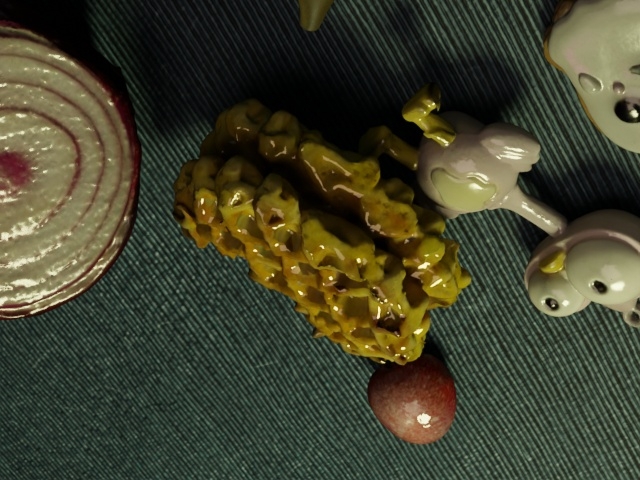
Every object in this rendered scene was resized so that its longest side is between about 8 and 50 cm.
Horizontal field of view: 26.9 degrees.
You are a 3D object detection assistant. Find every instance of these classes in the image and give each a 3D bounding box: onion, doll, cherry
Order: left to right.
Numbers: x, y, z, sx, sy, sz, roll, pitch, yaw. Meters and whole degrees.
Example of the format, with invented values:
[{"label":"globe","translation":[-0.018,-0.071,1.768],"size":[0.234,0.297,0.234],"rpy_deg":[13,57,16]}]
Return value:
[{"label":"onion","translation":[-0.337,-0.102,1.395],"size":[0.282,0.260,0.336],"rpy_deg":[-21,118,-13]},{"label":"cherry","translation":[0.089,0.148,1.589],"size":[0.107,0.090,0.225],"rpy_deg":[-19,107,36]},{"label":"doll","translation":[0.213,-0.026,1.382],"size":[0.365,0.094,0.160],"rpy_deg":[39,134,-15]}]

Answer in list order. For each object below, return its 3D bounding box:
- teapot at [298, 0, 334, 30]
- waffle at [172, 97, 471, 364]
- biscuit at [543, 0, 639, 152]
[{"label":"teapot","translation":[-0.020,-0.318,1.163],"size":[0.175,0.185,0.267],"rpy_deg":[-1,103,57]},{"label":"waffle","translation":[0.000,0.000,1.393],"size":[0.324,0.151,0.261],"rpy_deg":[35,168,-17]},{"label":"biscuit","translation":[0.317,-0.162,1.258],"size":[0.181,0.049,0.208],"rpy_deg":[-19,120,32]}]
